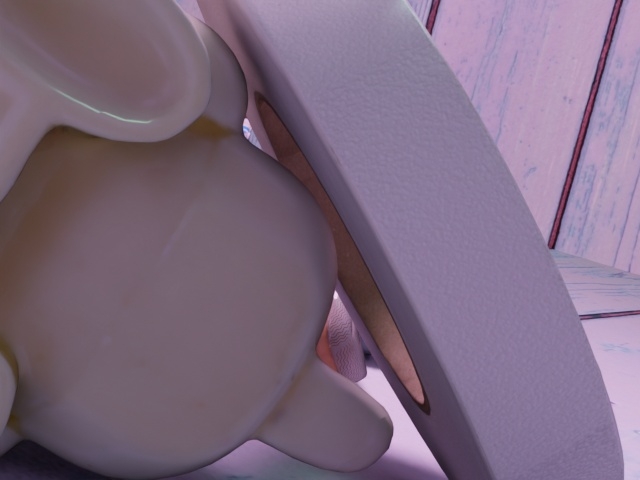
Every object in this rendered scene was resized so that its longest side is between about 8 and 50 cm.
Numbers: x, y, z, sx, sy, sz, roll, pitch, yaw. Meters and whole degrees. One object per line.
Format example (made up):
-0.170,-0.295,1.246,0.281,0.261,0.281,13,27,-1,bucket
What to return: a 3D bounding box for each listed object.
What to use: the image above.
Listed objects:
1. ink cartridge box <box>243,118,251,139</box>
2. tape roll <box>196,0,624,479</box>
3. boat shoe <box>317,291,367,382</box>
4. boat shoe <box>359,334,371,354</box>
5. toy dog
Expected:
-0.170,-0.061,1.555,0.171,0.168,0.233,15,6,-2,ink cartridge box
0.041,-0.009,0.864,0.072,0.392,0.392,-28,13,-5,tape roll
-0.050,0.045,1.267,0.116,0.123,0.324,-21,22,-10,boat shoe
-0.008,0.049,1.464,0.099,0.116,0.319,-29,21,-3,boat shoe
-0.139,-0.031,0.909,0.395,0.285,0.408,22,4,-13,toy dog
